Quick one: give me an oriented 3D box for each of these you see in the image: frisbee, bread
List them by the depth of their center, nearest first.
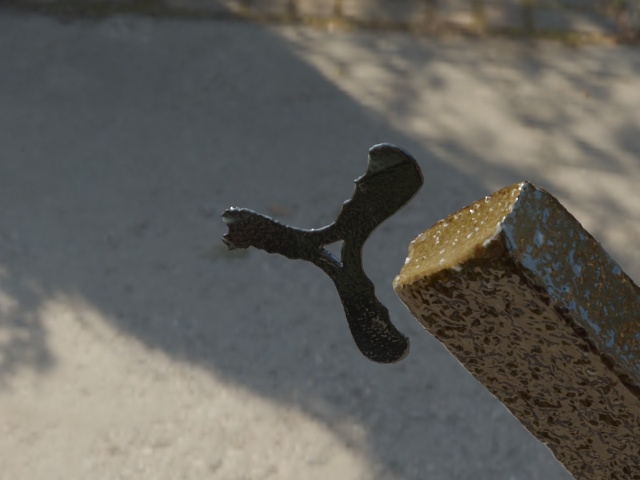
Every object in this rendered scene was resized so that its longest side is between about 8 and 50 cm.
[{"bbox_3d":[0.000,0.000,1.305,0.187,0.211,0.012,15,29,15],"label":"frisbee"},{"bbox_3d":[0.256,0.125,1.380,0.165,0.416,0.113,-26,26,45],"label":"bread"}]
